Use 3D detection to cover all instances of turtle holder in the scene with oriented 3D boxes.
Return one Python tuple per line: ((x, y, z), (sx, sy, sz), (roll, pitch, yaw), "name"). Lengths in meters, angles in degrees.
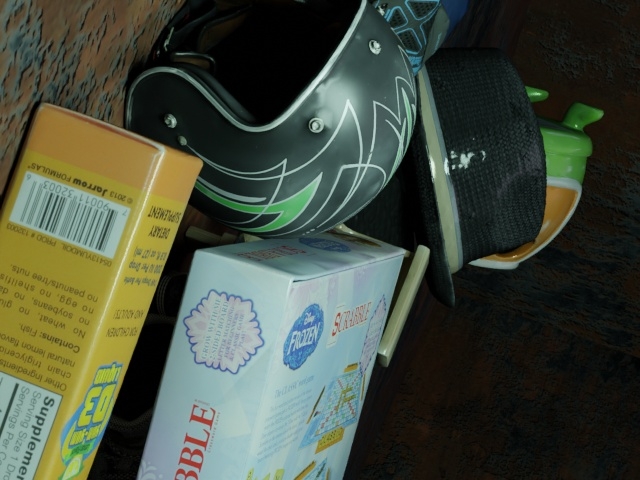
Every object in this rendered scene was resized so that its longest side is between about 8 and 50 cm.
((0.191, -0.098, 1.891), (0.243, 0.320, 0.227), (-5, 111, -56), "turtle holder")

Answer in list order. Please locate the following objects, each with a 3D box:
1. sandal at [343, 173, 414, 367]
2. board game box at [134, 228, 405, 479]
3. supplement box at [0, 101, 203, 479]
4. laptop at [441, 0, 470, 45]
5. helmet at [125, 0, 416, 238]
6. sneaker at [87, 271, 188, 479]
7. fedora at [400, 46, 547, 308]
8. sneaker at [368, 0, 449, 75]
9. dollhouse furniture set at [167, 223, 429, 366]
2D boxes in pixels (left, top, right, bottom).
((0.021, -0.010, 1.576), (0.445, 0.107, 0.167), (70, 40, -57), "sandal")
((-0.043, 0.155, 0.968), (0.319, 0.066, 0.318), (-8, 114, -76), "board game box")
((-0.141, 0.052, 0.753), (0.078, 0.080, 0.233), (12, 100, -79), "supplement box")
((0.312, -0.417, 1.983), (0.236, 0.408, 0.382), (69, 26, -20), "laptop")
((-0.023, -0.081, 0.896), (0.169, 0.162, 0.169), (20, 90, -81), "helmet")
((-0.128, 0.147, 0.979), (0.153, 0.101, 0.268), (36, 68, -80), "sneaker")
((0.170, -0.096, 1.637), (0.334, 0.153, 0.334), (-11, 90, -88), "fedora")
((0.045, -0.199, 1.178), (0.139, 0.125, 0.341), (-58, 164, -18), "sneaker")
((0.000, 0.000, 1.204), (0.242, 0.161, 0.212), (83, 28, -71), "dollhouse furniture set")
